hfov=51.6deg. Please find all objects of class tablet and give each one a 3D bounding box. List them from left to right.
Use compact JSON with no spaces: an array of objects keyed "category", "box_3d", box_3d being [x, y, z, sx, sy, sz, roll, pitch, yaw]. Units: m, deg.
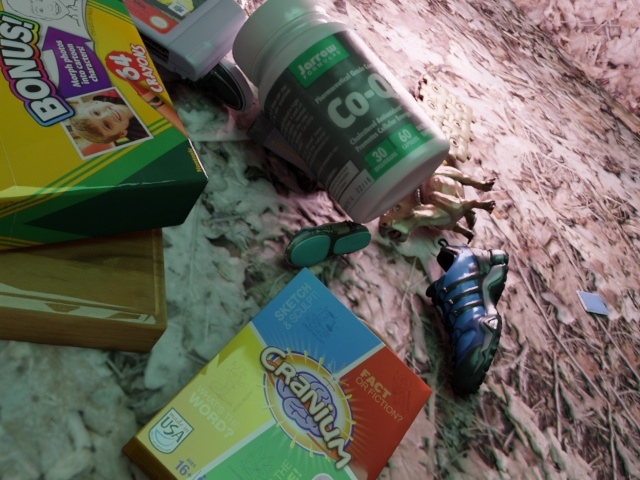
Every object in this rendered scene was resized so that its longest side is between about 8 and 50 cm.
[{"category":"tablet","box_3d":[0.611,0.141,1.488,0.083,0.006,0.054,12,47,-33]}]

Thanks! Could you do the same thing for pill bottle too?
[{"category":"pill bottle","box_3d":[0.027,-0.222,1.092,0.361,0.204,0.204,51,40,10]}]

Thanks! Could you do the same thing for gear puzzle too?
[{"category":"gear puzzle","box_3d":[0.276,-0.252,1.548,0.175,0.044,0.339,34,43,-13]}]

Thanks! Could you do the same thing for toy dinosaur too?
[{"category":"toy dinosaur","box_3d":[0.230,-0.094,1.305,0.200,0.127,0.296,25,30,4]}]

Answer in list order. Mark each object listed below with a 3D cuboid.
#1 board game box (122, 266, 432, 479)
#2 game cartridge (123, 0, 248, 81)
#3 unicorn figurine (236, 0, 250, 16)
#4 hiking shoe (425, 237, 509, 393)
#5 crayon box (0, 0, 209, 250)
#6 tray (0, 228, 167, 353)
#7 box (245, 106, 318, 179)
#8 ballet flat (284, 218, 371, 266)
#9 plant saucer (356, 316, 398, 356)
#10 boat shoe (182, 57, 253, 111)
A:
[{"category":"board game box","box_3d":[-0.035,0.214,0.798,0.242,0.064,0.316,44,50,2]},{"category":"game cartridge","box_3d":[-0.278,-0.407,1.127,0.294,0.060,0.196,33,51,1]},{"category":"unicorn figurine","box_3d":[-0.209,-0.497,1.348,0.161,0.060,0.111,30,41,-15]},{"category":"hiking shoe","box_3d":[0.240,0.129,1.140,0.131,0.113,0.304,13,45,9]},{"category":"crayon box","box_3d":[-0.348,-0.172,0.771,0.313,0.106,0.363,-10,62,-40]},{"category":"tray","box_3d":[-0.382,0.001,0.742,0.410,0.076,0.203,13,47,-32]},{"category":"box","box_3d":[-0.024,-0.230,1.261,0.183,0.056,0.231,30,41,-13]},{"category":"ballet flat","box_3d":[0.000,0.000,1.079,0.188,0.070,0.070,-7,59,-45]},{"category":"plant saucer","box_3d":[0.038,0.195,0.941,0.199,0.037,0.200,22,42,-22]},{"category":"boat shoe","box_3d":[-0.217,-0.303,1.159,0.228,0.080,0.076,47,57,2]}]
